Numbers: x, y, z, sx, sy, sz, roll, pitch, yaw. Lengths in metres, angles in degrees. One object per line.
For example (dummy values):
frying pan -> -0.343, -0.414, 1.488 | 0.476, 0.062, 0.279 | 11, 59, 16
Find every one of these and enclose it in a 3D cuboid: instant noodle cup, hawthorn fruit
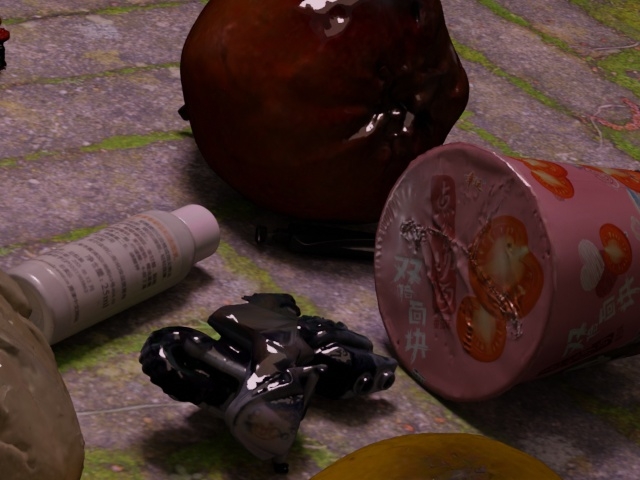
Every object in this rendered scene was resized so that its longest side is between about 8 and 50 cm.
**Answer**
instant noodle cup -> 0.212, 0.028, 1.793 | 0.231, 0.243, 0.243 | -2, 30, -39
hawthorn fruit -> -0.001, -0.172, 2.008 | 0.308, 0.308, 0.325 | 1, 22, -21

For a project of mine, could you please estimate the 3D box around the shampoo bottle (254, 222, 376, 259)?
shampoo bottle -> 0.000, 0.000, 1.957 | 0.137, 0.027, 0.048 | 7, 26, -11

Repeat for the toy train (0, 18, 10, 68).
toy train -> -0.421, -0.241, 2.214 | 0.087, 0.050, 0.138 | -8, 34, -25

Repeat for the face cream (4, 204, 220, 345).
face cream -> -0.193, 0.027, 1.769 | 0.082, 0.082, 0.269 | 27, 30, 26

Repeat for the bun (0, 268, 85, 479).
bun -> -0.345, 0.113, 1.400 | 0.360, 0.211, 0.359 | 9, 27, -5

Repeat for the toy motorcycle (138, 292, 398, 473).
toy motorcycle -> -0.029, 0.120, 1.640 | 0.270, 0.106, 0.159 | -3, 33, -48

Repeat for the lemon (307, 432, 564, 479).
lemon -> 0.067, 0.260, 1.260 | 0.260, 0.260, 0.284 | 19, 48, 12
